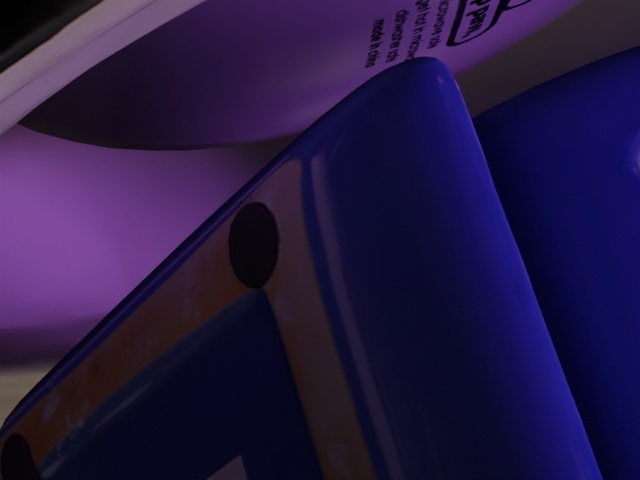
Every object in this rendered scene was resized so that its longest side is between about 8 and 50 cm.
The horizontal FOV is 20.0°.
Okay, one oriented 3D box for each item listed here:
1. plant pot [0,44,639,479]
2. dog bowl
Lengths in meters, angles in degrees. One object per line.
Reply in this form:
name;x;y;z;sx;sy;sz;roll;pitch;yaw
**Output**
plant pot;0.054;0.088;0.470;0.212;0.236;0.236;-2;156;-36
dog bowl;0.016;-0.089;0.517;0.408;0.150;0.408;-21;165;-6
